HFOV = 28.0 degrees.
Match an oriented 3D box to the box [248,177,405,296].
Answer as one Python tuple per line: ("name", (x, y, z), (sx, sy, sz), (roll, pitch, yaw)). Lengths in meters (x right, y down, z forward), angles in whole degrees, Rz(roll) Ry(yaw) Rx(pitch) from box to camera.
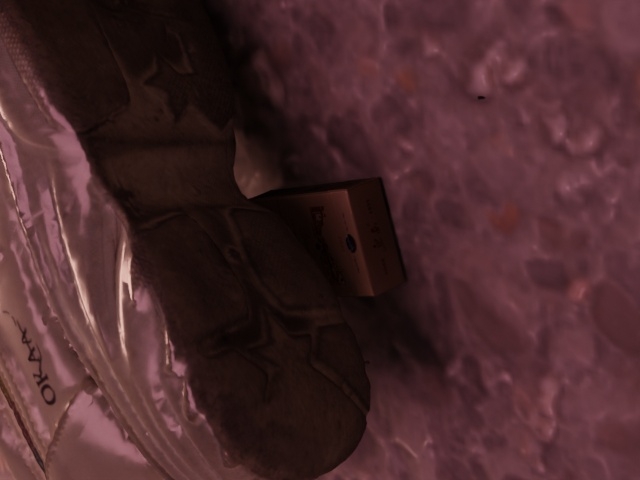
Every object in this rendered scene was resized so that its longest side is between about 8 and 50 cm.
("box", (0.000, 0.000, 0.623), (0.083, 0.024, 0.053), (-3, 106, 48))

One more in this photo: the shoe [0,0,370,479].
("shoe", (-0.132, -0.003, 0.633), (0.210, 0.132, 0.342), (-38, 69, 35))
